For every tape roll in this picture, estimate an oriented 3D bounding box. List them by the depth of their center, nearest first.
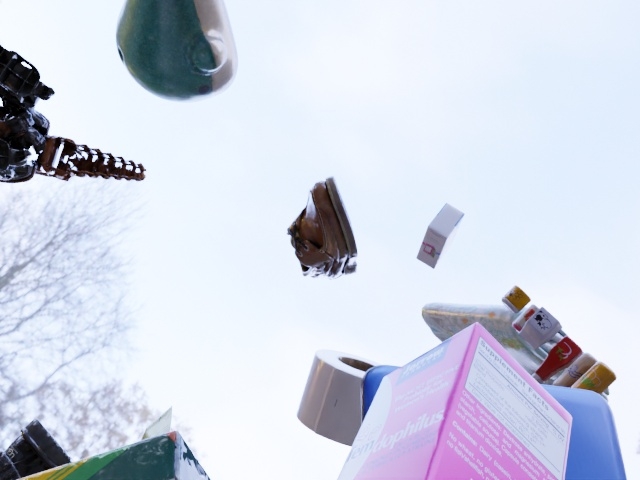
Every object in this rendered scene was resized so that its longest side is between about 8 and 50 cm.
[{"bbox_3d":[0.079,0.390,1.752,0.246,0.246,0.169,18,-88,12],"label":"tape roll"}]

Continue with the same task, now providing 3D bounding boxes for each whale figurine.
[{"bbox_3d":[-0.194,-0.289,0.882,0.216,0.141,0.272,61,-15,22],"label":"whale figurine"}]

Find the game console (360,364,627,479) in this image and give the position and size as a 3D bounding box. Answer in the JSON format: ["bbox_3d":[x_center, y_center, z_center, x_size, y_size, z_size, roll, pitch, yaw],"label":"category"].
[{"bbox_3d":[0.156,0.288,0.705,0.293,0.173,0.250,10,-63,-16],"label":"game console"}]

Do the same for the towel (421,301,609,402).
[{"bbox_3d":[0.456,0.269,1.649,0.374,0.090,0.320,41,-26,-26],"label":"towel"}]

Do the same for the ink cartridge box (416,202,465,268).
[{"bbox_3d":[0.264,-0.009,1.557,0.052,0.088,0.122,33,-33,14],"label":"ink cartridge box"}]

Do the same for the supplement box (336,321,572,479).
[{"bbox_3d":[0.082,0.177,0.472,0.114,0.220,0.111,45,-53,-6],"label":"supplement box"}]

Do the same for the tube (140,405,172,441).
[{"bbox_3d":[-0.290,0.396,1.168,0.062,0.070,0.240,7,-74,-29],"label":"tube"}]

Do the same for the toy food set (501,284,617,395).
[{"bbox_3d":[0.385,0.193,1.211,0.104,0.111,0.232,-45,-123,4],"label":"toy food set"}]

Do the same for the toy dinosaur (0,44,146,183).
[{"bbox_3d":[-0.375,-0.134,0.825,0.321,0.218,0.164,-6,-97,-15],"label":"toy dinosaur"}]

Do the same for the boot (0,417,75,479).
[{"bbox_3d":[-0.557,0.514,1.308,0.131,0.260,0.348,23,-36,42],"label":"boot"}]

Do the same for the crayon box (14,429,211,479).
[{"bbox_3d":[-0.289,0.373,0.893,0.318,0.081,0.202,-18,-53,3],"label":"crayon box"}]

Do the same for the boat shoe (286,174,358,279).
[{"bbox_3d":[0.000,0.000,1.152,0.104,0.111,0.307,-14,-25,-1],"label":"boat shoe"}]
